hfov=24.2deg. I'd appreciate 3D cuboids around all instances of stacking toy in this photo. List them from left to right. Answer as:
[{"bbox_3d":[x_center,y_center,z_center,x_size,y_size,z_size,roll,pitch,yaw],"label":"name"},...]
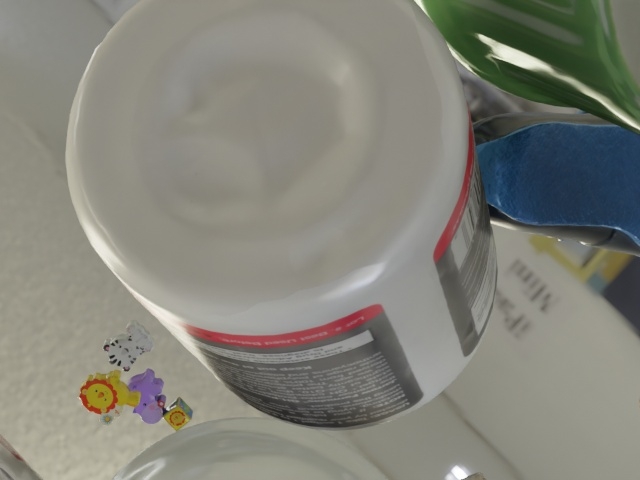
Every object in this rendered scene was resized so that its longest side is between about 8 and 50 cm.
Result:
[{"bbox_3d":[-0.154,0.194,1.552,0.221,0.052,0.167,48,-169,-12],"label":"stacking toy"}]

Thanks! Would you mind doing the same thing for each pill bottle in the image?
[{"bbox_3d":[0.000,0.000,0.771,0.176,0.176,0.318,47,174,21],"label":"pill bottle"}]

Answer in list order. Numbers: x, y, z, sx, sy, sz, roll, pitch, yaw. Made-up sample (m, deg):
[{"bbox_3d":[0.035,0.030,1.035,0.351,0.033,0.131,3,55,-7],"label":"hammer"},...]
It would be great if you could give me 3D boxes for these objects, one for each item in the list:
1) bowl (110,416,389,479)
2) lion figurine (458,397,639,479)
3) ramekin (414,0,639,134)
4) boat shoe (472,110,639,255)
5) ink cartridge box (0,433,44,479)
[{"bbox_3d":[-0.062,0.286,1.136,0.298,0.298,0.134,43,-178,5],"label":"bowl"},{"bbox_3d":[0.197,0.210,0.832,0.240,0.392,0.142,66,157,11],"label":"lion figurine"},{"bbox_3d":[0.196,-0.188,0.729,0.303,0.303,0.148,31,-174,-39],"label":"ramekin"},{"bbox_3d":[0.168,-0.048,0.960,0.258,0.109,0.089,14,178,-43],"label":"boat shoe"},{"bbox_3d":[-0.154,0.187,0.777,0.218,0.092,0.158,46,172,8],"label":"ink cartridge box"}]
